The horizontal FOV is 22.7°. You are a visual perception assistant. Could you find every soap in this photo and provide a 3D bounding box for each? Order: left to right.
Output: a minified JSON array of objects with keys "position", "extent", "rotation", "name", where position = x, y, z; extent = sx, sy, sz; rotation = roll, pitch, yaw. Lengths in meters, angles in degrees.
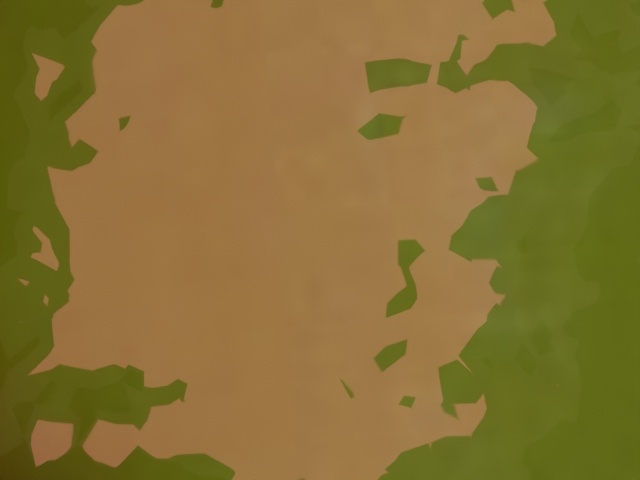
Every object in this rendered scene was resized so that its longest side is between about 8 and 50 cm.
[{"position":[0.000,0.001,0.404],"extent":[0.306,0.115,0.427],"rotation":[2,80,7],"name":"soap"}]
